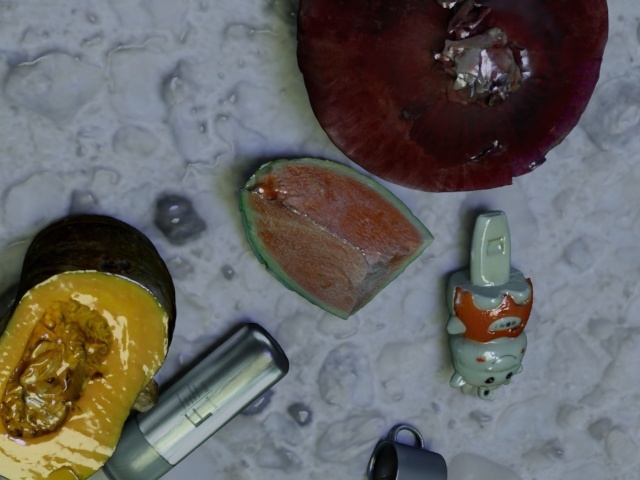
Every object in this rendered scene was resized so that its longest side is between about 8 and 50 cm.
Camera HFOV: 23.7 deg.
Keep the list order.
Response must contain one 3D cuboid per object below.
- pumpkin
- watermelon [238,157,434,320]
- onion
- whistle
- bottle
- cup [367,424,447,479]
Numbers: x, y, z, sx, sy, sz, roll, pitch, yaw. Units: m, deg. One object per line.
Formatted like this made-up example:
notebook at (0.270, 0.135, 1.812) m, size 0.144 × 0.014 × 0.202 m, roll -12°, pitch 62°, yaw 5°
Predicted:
pumpkin at (-0.272, 0.136, 1.736) m, size 0.222 × 0.139 × 0.317 m, roll 26°, pitch 100°, yaw -19°
watermelon at (-0.004, -0.001, 1.778) m, size 0.231 × 0.128 × 0.146 m, roll 31°, pitch 129°, yaw -10°
onion at (0.146, -0.213, 1.623) m, size 0.348 × 0.285 × 0.347 m, roll -1°, pitch 104°, yaw -6°
whistle at (0.207, 0.084, 1.861) m, size 0.102 × 0.106 × 0.253 m, roll -28°, pitch 124°, yaw -49°
bottle at (-0.157, 0.196, 1.822) m, size 0.254 × 0.079 × 0.096 m, roll -40°, pitch 78°, yaw 3°
cup at (0.113, 0.285, 1.936) m, size 0.077 × 0.078 × 0.100 m, roll 13°, pitch 77°, yaw -25°
